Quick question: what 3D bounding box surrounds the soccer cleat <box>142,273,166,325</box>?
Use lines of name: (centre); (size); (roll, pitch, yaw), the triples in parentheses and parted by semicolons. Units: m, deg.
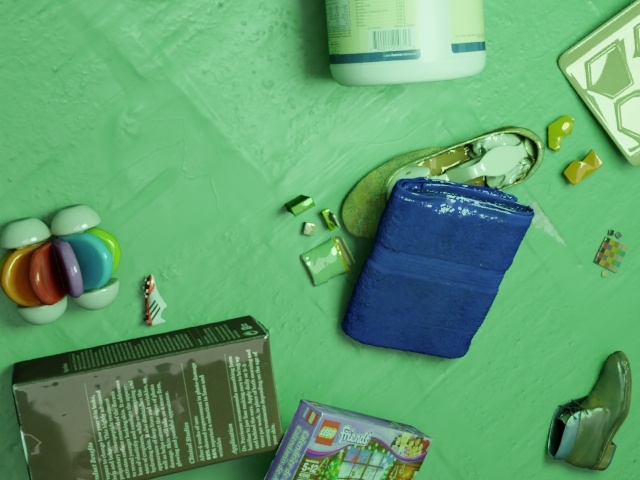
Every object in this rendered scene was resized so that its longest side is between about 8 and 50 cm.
soccer cleat: (-0.256, 0.092, 1.664); (0.036, 0.029, 0.083); (-4, 103, -23)

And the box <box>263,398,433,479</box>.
box: (0.038, 0.373, 1.702); (0.293, 0.057, 0.201); (22, 93, -46)

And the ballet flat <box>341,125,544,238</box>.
ballet flat: (0.201, -0.097, 1.709); (0.349, 0.123, 0.123); (-21, 103, -10)

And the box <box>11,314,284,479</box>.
box: (-0.260, 0.252, 1.631); (0.381, 0.143, 0.191); (-10, 102, -15)

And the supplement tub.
supplement tub: (0.120, -0.397, 1.577); (0.235, 0.235, 0.324); (-7, 100, -14)

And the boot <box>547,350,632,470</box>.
boot: (0.466, 0.294, 1.858); (0.106, 0.082, 0.219); (8, 99, -18)

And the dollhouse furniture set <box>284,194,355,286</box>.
dollhouse furniture set: (0.000, 0.000, 1.700); (0.076, 0.058, 0.151); (-29, 105, -9)

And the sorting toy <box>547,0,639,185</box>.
sorting toy: (0.502, -0.242, 1.779); (0.307, 0.041, 0.229); (-36, 90, 11)

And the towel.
towel: (0.177, 0.043, 1.694); (0.228, 0.076, 0.308); (12, 123, -12)

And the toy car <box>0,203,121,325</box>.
toy car: (-0.379, 0.040, 1.565); (0.182, 0.136, 0.159); (-15, 102, -12)

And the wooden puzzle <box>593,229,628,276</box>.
wooden puzzle: (0.505, 0.024, 1.864); (0.049, 0.006, 0.083); (25, 92, -17)
